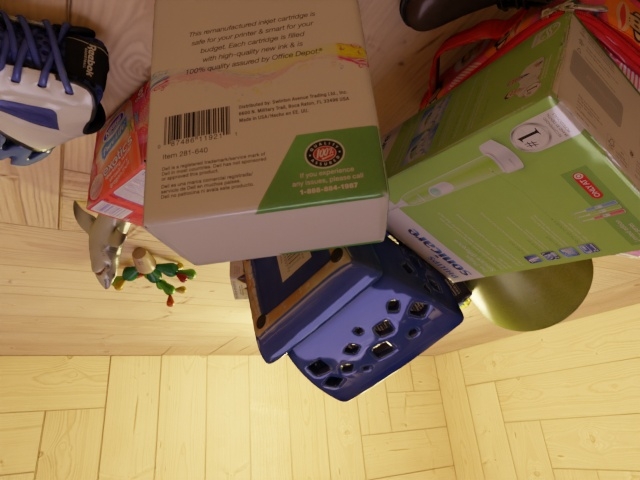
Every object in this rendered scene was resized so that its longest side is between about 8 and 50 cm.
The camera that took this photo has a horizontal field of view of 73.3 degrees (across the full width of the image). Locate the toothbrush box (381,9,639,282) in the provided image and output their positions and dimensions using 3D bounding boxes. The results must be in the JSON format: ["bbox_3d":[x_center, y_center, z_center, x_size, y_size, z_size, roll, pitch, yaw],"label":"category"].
[{"bbox_3d":[0.203,-0.070,0.495,0.206,0.122,0.283,35,152,-17],"label":"toothbrush box"}]

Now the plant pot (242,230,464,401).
[{"bbox_3d":[0.024,0.061,0.633,0.236,0.236,0.212,-42,131,20],"label":"plant pot"}]

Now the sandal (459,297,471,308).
[{"bbox_3d":[0.409,0.119,1.318,0.138,0.126,0.318,-2,148,0],"label":"sandal"}]

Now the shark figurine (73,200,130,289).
[{"bbox_3d":[-0.350,-0.052,0.817,0.278,0.166,0.116,-38,170,23],"label":"shark figurine"}]

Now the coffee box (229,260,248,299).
[{"bbox_3d":[-0.070,0.063,1.069,0.296,0.119,0.168,-2,156,-8],"label":"coffee box"}]

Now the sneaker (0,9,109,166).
[{"bbox_3d":[-0.333,-0.196,0.439,0.182,0.128,0.315,-12,163,6],"label":"sneaker"}]

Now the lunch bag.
[{"bbox_3d":[0.256,-0.170,0.541,0.258,0.120,0.293,31,154,-13],"label":"lunch bag"}]

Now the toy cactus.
[{"bbox_3d":[-0.437,0.088,1.093,0.218,0.112,0.181,3,147,2],"label":"toy cactus"}]

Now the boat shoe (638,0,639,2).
[{"bbox_3d":[0.436,-0.218,0.561,0.091,0.115,0.302,-16,142,22],"label":"boat shoe"}]

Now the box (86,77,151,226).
[{"bbox_3d":[-0.172,-0.089,0.669,0.154,0.142,0.299,-23,152,34],"label":"box"}]

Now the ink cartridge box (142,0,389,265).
[{"bbox_3d":[-0.052,-0.133,0.431,0.201,0.279,0.117,-7,160,4],"label":"ink cartridge box"}]

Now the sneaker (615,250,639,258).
[{"bbox_3d":[0.694,-0.002,1.054,0.160,0.102,0.282,-1,172,4],"label":"sneaker"}]

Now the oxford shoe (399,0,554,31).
[{"bbox_3d":[0.177,-0.260,0.411,0.227,0.096,0.082,-17,155,39],"label":"oxford shoe"}]

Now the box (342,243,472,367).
[{"bbox_3d":[0.176,0.155,1.058,0.312,0.179,0.343,-35,163,5],"label":"box"}]

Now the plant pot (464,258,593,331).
[{"bbox_3d":[0.387,0.014,0.933,0.274,0.275,0.293,-25,133,38],"label":"plant pot"}]
